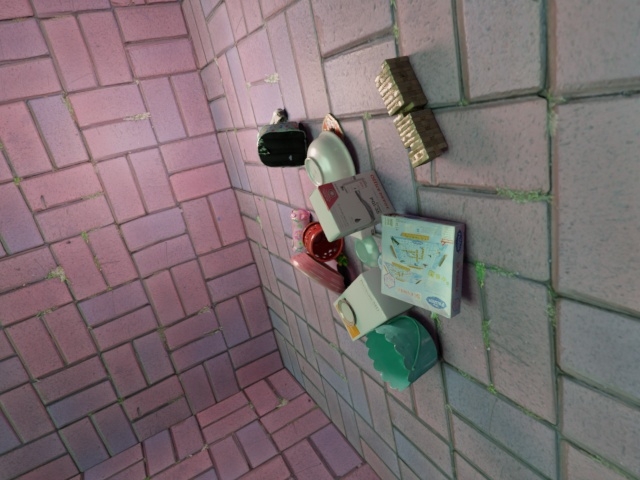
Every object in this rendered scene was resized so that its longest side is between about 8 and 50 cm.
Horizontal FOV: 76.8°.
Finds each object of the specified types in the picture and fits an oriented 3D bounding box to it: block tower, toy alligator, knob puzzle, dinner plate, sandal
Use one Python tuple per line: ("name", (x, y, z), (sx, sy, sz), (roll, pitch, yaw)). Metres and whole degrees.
("block tower", (0.285, -0.408, 1.287), (0.336, 0.091, 0.097), (68, 156, 3))
("toy alligator", (0.101, 0.087, 2.168), (0.051, 0.056, 0.190), (33, -171, -43))
("knob puzzle", (0.048, -0.474, 1.825), (0.213, 0.030, 0.213), (48, 149, 41))
("dinner plate", (0.128, 0.349, 1.956), (0.141, 0.017, 0.141), (48, 150, 40))
("sandal", (0.130, 0.248, 2.227), (0.097, 0.054, 0.255), (-7, 103, 66))

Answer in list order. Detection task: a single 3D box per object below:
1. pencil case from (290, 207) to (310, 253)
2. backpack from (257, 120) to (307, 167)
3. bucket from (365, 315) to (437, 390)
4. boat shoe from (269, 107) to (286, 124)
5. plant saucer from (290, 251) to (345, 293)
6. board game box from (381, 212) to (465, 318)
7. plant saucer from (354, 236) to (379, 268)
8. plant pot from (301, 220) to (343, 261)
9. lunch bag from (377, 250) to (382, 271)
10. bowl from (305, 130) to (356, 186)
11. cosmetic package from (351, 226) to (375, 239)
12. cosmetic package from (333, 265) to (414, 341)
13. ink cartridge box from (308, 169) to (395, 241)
("pencil case", (-0.119, -0.054, 2.435), (0.124, 0.124, 0.284), (48, 148, 40))
("backpack", (-0.201, -0.493, 2.075), (0.191, 0.253, 0.225), (-107, 12, -49))
("bucket", (0.339, 0.463, 1.697), (0.281, 0.183, 0.281), (43, 145, 41))
("boat shoe", (-0.240, -0.633, 2.258), (0.070, 0.077, 0.219), (61, 154, 20))
("plant saucer", (-0.002, 0.160, 2.121), (0.332, 0.084, 0.332), (32, -177, -2))
("board game box", (0.353, 0.076, 1.444), (0.318, 0.065, 0.318), (17, 113, 50))
("plant saucer", (0.208, 0.047, 1.910), (0.195, 0.037, 0.195), (46, 148, 41))
("plant pot", (0.000, 0.000, 2.132), (0.174, 0.191, 0.191), (33, 138, 59))
("lunch bag", (0.332, 0.116, 1.631), (0.219, 0.090, 0.176), (59, 156, 22))
("bowl", (0.022, -0.332, 1.821), (0.298, 0.134, 0.298), (51, 158, 29))
("cosmetic package", (0.149, -0.089, 1.865), (0.231, 0.085, 0.117), (23, 131, 61))
("cosmetic package", (0.234, 0.303, 1.916), (0.230, 0.161, 0.453), (61, 155, 17))
("ink cartridge box", (0.126, -0.144, 1.616), (0.207, 0.283, 0.117), (64, 153, 9))
